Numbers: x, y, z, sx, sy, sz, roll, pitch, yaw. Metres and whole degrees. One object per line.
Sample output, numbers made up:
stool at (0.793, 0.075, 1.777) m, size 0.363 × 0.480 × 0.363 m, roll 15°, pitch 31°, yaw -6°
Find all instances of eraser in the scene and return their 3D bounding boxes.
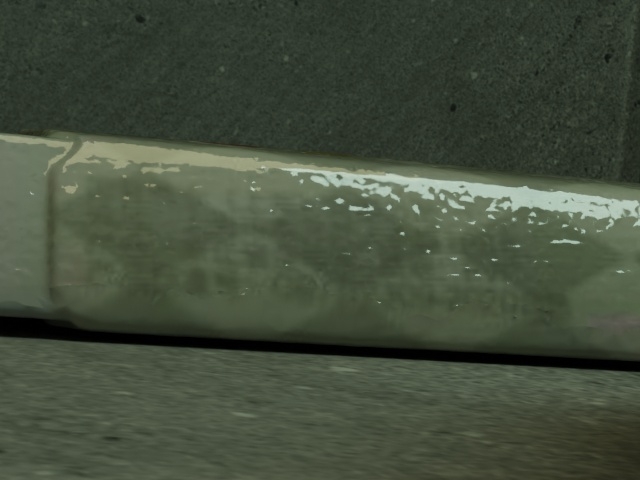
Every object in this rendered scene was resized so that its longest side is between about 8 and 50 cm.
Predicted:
eraser at (0.001, -0.001, 0.764) m, size 0.396 × 0.082 × 0.213 m, roll 4°, pitch 2°, yaw -17°
